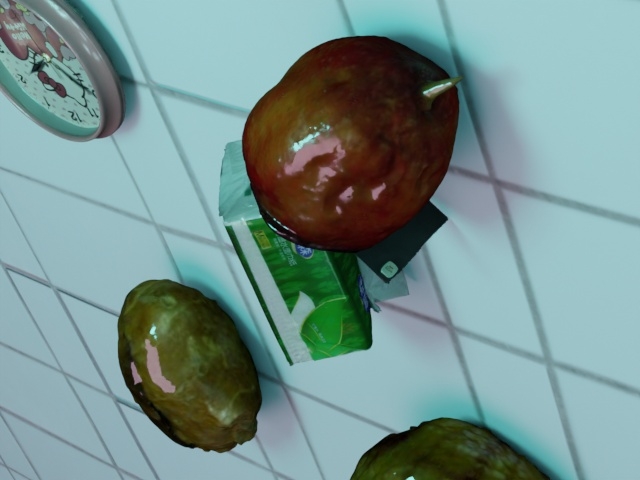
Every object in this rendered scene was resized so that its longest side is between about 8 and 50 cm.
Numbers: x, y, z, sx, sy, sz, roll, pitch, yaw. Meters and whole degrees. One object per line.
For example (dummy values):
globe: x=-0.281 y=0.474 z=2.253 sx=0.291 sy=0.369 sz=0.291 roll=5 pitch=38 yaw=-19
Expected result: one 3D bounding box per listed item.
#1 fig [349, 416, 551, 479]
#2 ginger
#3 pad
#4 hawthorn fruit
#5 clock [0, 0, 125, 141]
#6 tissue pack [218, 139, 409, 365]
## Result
fig: x=0.122 y=0.402 z=1.824 sx=0.286 sy=0.368 sz=0.286 roll=24 pitch=149 yaw=15
ginger: x=-0.165 y=0.191 z=2.125 sx=0.172 sy=0.165 sz=0.321 roll=50 pitch=167 yaw=44
pad: x=0.028 y=-0.055 z=1.583 sx=0.193 sy=0.116 sz=0.004 roll=43 pitch=144 yaw=3
hawthorn fruit: x=0.038 y=-0.095 z=1.448 sx=0.189 sy=0.189 sz=0.251 roll=48 pitch=143 yaw=-6
clock: x=-0.326 y=-0.221 z=1.897 sx=0.244 sy=0.056 sz=0.244 roll=30 pitch=148 yaw=22
tissue pack: x=0.000 y=0.000 z=1.680 sx=0.156 sy=0.148 sz=0.209 roll=-13 pitch=126 yaw=12
